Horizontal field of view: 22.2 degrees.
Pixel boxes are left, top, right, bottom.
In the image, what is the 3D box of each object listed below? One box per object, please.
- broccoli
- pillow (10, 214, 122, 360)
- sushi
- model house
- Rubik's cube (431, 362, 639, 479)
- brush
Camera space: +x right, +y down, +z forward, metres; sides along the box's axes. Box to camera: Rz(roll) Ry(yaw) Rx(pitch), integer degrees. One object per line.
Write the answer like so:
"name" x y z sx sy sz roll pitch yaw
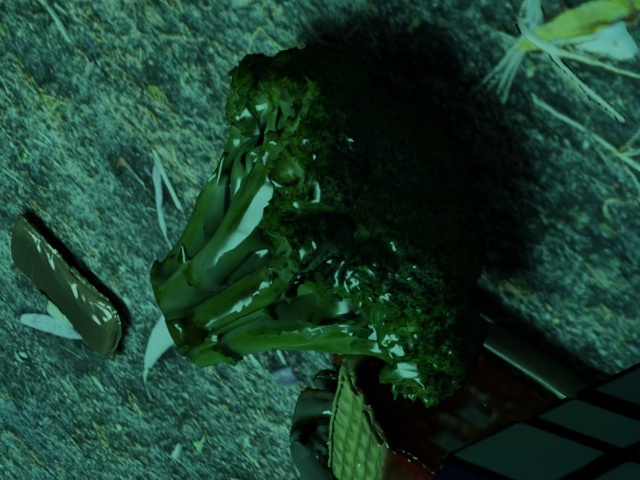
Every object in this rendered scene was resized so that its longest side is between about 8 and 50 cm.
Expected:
"broccoli" 0.000 0.000 1.350 0.304 0.283 0.321 56 -176 -36
"pillow" -0.329 0.061 2.100 0.211 0.034 0.135 46 154 12
"sushi" 0.084 0.279 1.683 0.332 0.130 0.124 42 149 17
"model house" 0.109 0.203 1.535 0.254 0.160 0.196 38 148 22
"Rubik's cube" 0.272 0.283 1.208 0.283 0.293 0.288 16 116 41
"brush" 0.115 0.077 1.476 0.321 0.060 0.050 33 104 27
